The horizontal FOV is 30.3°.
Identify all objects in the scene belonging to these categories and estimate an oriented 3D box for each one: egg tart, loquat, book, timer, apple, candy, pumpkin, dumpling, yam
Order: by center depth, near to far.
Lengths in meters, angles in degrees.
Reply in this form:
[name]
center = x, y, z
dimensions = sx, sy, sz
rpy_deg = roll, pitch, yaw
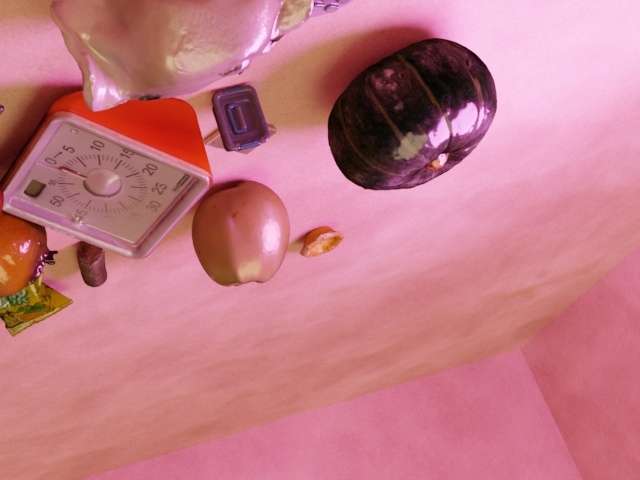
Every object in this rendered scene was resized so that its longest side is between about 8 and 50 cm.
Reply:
[dumpling]
center = -0.183, -0.301, 1.483
dimensions = 0.318, 0.187, 0.243
rpy_deg = -28, 121, -9
[timer]
center = -0.329, -0.110, 1.760
dimensions = 0.250, 0.161, 0.257
rpy_deg = 9, 145, -34
[loquat]
center = -0.514, -0.001, 1.836
dimensions = 0.149, 0.204, 0.172
rpy_deg = -46, -164, 25
[pumpkin]
center = 0.145, -0.205, 1.952
dimensions = 0.300, 0.207, 0.300
rpy_deg = -33, 168, -8
[book]
center = -0.134, -0.175, 1.993
dimensions = 0.077, 0.014, 0.111
rpy_deg = -34, 157, 28
[apple]
center = -0.145, -0.012, 2.163
dimensions = 0.200, 0.200, 0.200
rpy_deg = -20, 160, -8
[yam]
center = -0.422, 0.044, 2.184
dimensions = 0.054, 0.054, 0.132
rpy_deg = -18, 160, -13
[candy]
center = -0.550, 0.111, 2.193
dimensions = 0.149, 0.069, 0.246
rpy_deg = -20, 159, -1
[egg tart]
center = 0.000, 0.000, 2.539
dimensions = 0.105, 0.039, 0.105
rpy_deg = -20, 160, -8

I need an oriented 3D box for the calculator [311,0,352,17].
[calculator]
center = 0.049, -0.386, 1.548
dimensions = 0.185, 0.041, 0.299
rpy_deg = -6, 156, -45

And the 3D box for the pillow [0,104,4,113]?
[pillow]
center = -0.561, -0.139, 1.576
dimensions = 0.208, 0.052, 0.212
rpy_deg = -33, 158, 35

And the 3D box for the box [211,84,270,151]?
[box]
center = -0.130, -0.187, 1.858
dimensions = 0.074, 0.099, 0.054
rpy_deg = -15, 173, -21

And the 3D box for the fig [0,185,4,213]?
[fig]
center = -0.502, -0.035, 1.706
dimensions = 0.119, 0.153, 0.119
rpy_deg = -32, 171, -6
